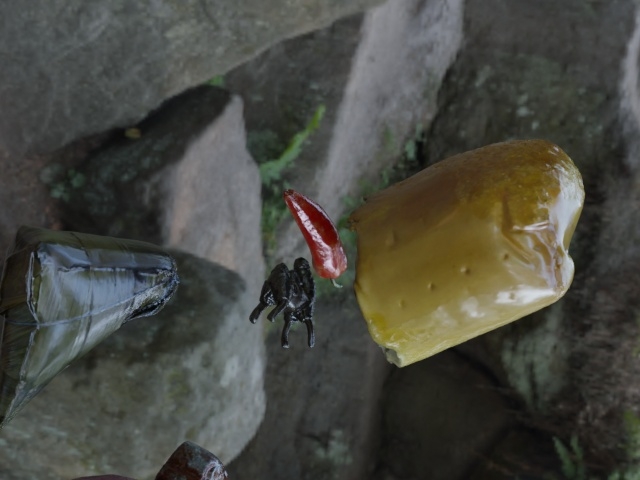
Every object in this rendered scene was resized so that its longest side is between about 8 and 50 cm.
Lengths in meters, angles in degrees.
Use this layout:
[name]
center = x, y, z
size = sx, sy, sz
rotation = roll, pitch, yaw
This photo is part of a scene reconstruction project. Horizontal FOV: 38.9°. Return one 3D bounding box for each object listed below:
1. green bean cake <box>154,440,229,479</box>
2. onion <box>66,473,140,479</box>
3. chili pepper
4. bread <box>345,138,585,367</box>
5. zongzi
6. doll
[green bean cake]
center = -0.250, 0.485, 1.599
size = 0.233, 0.097, 0.199
rotation = -55, 159, -30
[onion]
center = -0.296, 0.481, 1.172
size = 0.345, 0.358, 0.358
rotation = 65, 33, -63
[chili pepper]
center = 0.000, 0.000, 1.607
size = 0.071, 0.063, 0.272
rotation = -50, 138, -26
[bread]
center = 0.237, -0.018, 1.473
size = 0.250, 0.394, 0.361
rotation = 57, 23, -14
[zongzi]
center = -0.360, 0.139, 1.368
size = 0.286, 0.138, 0.300
rotation = 11, 90, -50
[doll]
center = -0.048, 0.092, 1.503
size = 0.139, 0.057, 0.165
rotation = 45, 43, -42
